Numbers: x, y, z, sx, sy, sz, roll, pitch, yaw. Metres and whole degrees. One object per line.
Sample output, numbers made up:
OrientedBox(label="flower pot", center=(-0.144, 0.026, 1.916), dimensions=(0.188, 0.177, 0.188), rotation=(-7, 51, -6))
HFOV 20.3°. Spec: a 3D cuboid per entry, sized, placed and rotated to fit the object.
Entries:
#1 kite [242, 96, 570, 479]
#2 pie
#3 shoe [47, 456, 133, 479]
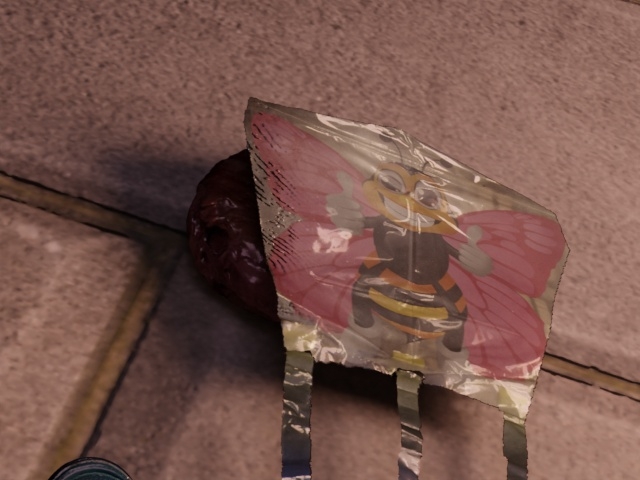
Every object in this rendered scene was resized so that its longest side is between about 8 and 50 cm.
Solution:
OrientedBox(label="kite", center=(0.041, 0.057, 0.906), dimensions=(0.204, 0.022, 0.360), rotation=(20, 38, -12))
OrientedBox(label="pie", center=(0.000, 0.000, 0.988), dimensions=(0.153, 0.038, 0.153), rotation=(11, 40, -9))
OrientedBox(label="shoe", center=(-0.092, 0.139, 0.753), dimensions=(0.064, 0.071, 0.143), rotation=(4, 34, -17))
